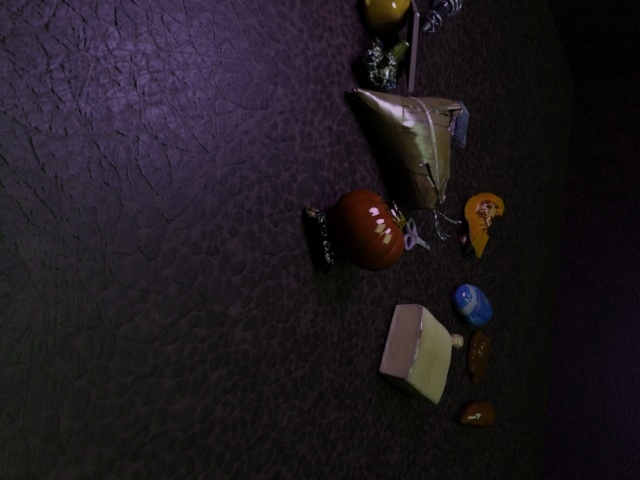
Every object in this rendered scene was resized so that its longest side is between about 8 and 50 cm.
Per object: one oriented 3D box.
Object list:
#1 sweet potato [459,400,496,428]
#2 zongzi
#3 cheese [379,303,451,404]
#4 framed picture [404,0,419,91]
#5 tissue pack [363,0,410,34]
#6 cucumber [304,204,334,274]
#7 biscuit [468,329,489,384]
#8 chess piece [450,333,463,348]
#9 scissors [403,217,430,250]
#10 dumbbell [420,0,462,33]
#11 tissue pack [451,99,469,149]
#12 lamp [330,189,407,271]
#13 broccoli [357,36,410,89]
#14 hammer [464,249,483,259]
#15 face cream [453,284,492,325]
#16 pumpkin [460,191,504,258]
[{"bbox_3d":[0.655,0.708,2.120,0.359,0.112,0.112,12,80,-50],"label":"sweet potato"},{"bbox_3d":[0.239,-0.218,1.546,0.418,0.181,0.446,-1,94,-38],"label":"zongzi"},{"bbox_3d":[0.312,0.362,1.653,0.265,0.124,0.242,44,59,-43],"label":"cheese"},{"bbox_3d":[0.267,-0.582,1.538,0.289,0.016,0.213,-80,170,-57],"label":"framed picture"},{"bbox_3d":[0.190,-0.699,1.498,0.127,0.123,0.178,34,62,-57],"label":"tissue pack"},{"bbox_3d":[0.000,0.000,1.298,0.053,0.053,0.181,-29,112,-50],"label":"cucumber"},{"bbox_3d":[0.659,0.495,2.186,0.182,0.034,0.215,34,65,-47],"label":"biscuit"},{"bbox_3d":[0.467,0.372,1.916,0.172,0.060,0.060,13,79,-50],"label":"chess piece"},{"bbox_3d":[0.332,0.000,1.766,0.212,0.021,0.110,27,70,-49],"label":"scissors"},{"bbox_3d":[0.407,-0.794,1.819,0.254,0.110,0.110,-52,129,-31],"label":"dumbbell"},{"bbox_3d":[0.535,-0.447,2.019,0.112,0.051,0.156,34,63,-51],"label":"tissue pack"},{"bbox_3d":[0.122,-0.026,1.339,0.223,0.197,0.223,55,11,-16],"label":"lamp"},{"bbox_3d":[0.189,-0.508,1.472,0.167,0.160,0.154,26,40,-32],"label":"broccoli"},{"bbox_3d":[0.645,0.052,2.184,0.178,0.021,0.065,-26,111,-50],"label":"hammer"},{"bbox_3d":[0.600,0.255,2.069,0.264,0.083,0.149,34,62,-48],"label":"face cream"},{"bbox_3d":[0.630,-0.070,2.097,0.248,0.126,0.131,-59,145,-8],"label":"pumpkin"}]
